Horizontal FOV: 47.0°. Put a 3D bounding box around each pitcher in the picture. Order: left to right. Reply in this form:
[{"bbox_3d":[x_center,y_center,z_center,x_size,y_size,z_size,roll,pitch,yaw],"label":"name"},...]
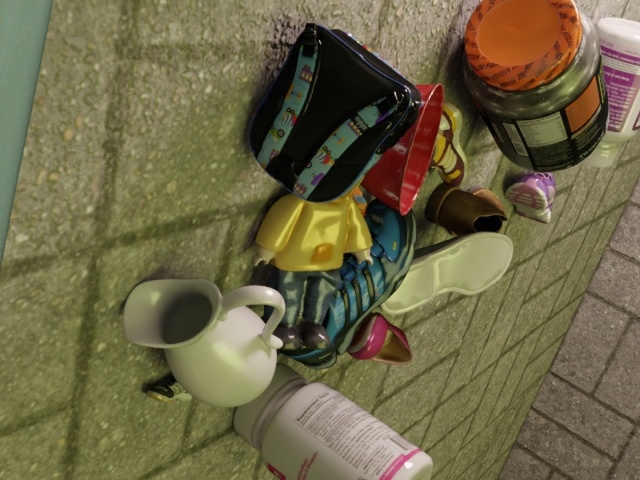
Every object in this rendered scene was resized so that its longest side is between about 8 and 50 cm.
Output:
[{"bbox_3d":[-0.106,0.117,0.872,0.207,0.178,0.125,60,25,-55],"label":"pitcher"}]

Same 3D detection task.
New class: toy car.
[{"bbox_3d":[0.031,-0.054,1.055,0.122,0.040,0.060,17,102,-61],"label":"toy car"}]

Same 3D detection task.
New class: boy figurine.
[{"bbox_3d":[0.000,0.000,0.974,0.177,0.092,0.285,7,107,-29],"label":"boy figurine"}]

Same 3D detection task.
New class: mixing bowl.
[{"bbox_3d":[0.093,-0.133,0.997,0.181,0.098,0.181,17,90,-76],"label":"mixing bowl"}]

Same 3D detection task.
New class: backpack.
[{"bbox_3d":[0.012,-0.136,0.842,0.173,0.158,0.117,-55,172,20],"label":"backpack"}]

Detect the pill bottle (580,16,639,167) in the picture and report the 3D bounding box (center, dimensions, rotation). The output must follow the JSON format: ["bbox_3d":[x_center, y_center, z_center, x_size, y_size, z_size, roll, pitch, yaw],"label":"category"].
[{"bbox_3d":[0.640,-0.322,1.628,0.169,0.169,0.301,-25,136,-46],"label":"pill bottle"}]

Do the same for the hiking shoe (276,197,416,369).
[{"bbox_3d":[0.042,0.061,1.102,0.304,0.113,0.132,-60,152,2],"label":"hiking shoe"}]

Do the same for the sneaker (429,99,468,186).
[{"bbox_3d":[0.188,-0.142,1.204,0.084,0.069,0.185,-40,141,-15],"label":"sneaker"}]

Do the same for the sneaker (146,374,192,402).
[{"bbox_3d":[-0.192,0.187,0.947,0.083,0.032,0.037,20,85,-66],"label":"sneaker"}]

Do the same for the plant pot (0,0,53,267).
[{"bbox_3d":[-0.276,-0.053,0.314,0.341,0.341,0.334,10,101,-59],"label":"plant pot"}]

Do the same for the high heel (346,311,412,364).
[{"bbox_3d":[0.109,0.184,1.235,0.082,0.117,0.244,-48,176,1],"label":"high heel"}]

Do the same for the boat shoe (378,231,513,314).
[{"bbox_3d":[0.202,0.041,1.280,0.319,0.099,0.116,-16,116,-31],"label":"boat shoe"}]

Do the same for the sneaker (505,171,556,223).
[{"bbox_3d":[0.486,-0.117,1.667,0.104,0.095,0.236,-66,156,-2],"label":"sneaker"}]

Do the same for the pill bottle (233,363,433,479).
[{"bbox_3d":[0.013,0.318,1.119,0.160,0.283,0.160,-38,144,-34],"label":"pill bottle"}]

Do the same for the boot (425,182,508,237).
[{"bbox_3d":[0.316,-0.039,1.441,0.305,0.115,0.112,2,113,-59],"label":"boot"}]

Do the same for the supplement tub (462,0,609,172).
[{"bbox_3d":[0.352,-0.258,1.198,0.207,0.207,0.338,-59,151,-1],"label":"supplement tub"}]
